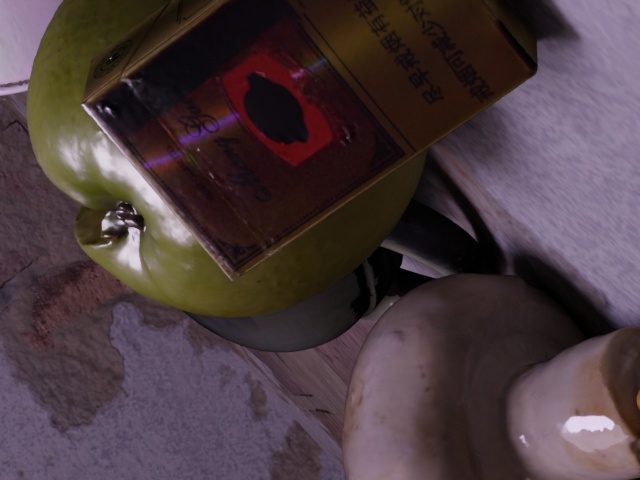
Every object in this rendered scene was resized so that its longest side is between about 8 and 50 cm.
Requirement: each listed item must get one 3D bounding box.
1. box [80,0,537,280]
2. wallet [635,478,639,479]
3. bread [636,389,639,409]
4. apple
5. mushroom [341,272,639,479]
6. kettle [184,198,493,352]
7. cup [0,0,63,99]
[{"bbox_3d":[-0.007,-0.104,1.079,0.159,0.240,0.071,50,-160,-19],"label":"box"},{"bbox_3d":[0.241,0.173,1.635,0.250,0.044,0.149,45,173,6],"label":"wallet"},{"bbox_3d":[0.324,0.175,1.236,0.239,0.074,0.092,47,171,-5],"label":"bread"},{"bbox_3d":[-0.069,-0.087,1.287,0.292,0.254,0.292,30,150,19],"label":"apple"},{"bbox_3d":[0.176,0.163,1.402,0.290,0.292,0.292,-14,123,44],"label":"mushroom"},{"bbox_3d":[0.000,0.000,1.578,0.321,0.228,0.324,11,164,13],"label":"kettle"},{"bbox_3d":[-0.286,-0.298,1.481,0.253,0.253,0.274,39,159,36],"label":"cup"}]
